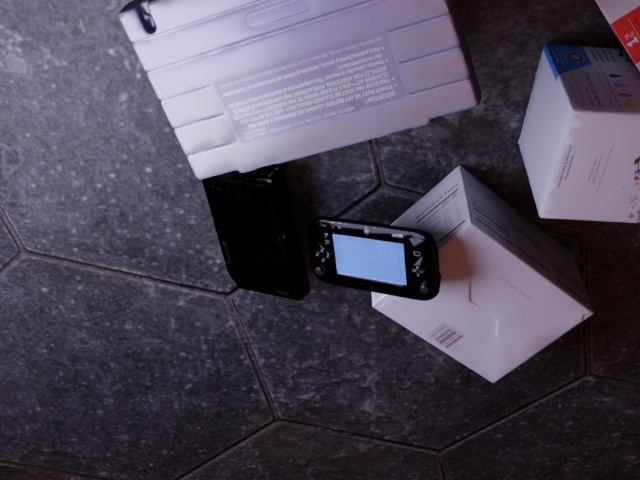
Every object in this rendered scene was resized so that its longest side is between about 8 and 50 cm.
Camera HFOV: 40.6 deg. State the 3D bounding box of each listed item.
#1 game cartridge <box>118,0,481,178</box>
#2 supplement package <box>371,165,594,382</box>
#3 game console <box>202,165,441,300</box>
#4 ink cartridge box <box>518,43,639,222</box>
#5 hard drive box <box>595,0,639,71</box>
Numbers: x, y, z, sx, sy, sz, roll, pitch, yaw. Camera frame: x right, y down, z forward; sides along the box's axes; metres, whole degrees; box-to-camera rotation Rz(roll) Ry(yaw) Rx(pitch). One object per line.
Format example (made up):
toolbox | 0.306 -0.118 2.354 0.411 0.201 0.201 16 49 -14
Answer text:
game cartridge | -0.020 -0.207 0.966 0.355 0.068 0.230 -12 123 19
supplement package | 0.234 0.057 1.303 0.261 0.145 0.204 34 122 -24
game console | 0.000 0.000 1.223 0.361 0.044 0.213 8 127 30
ink cartridge box | 0.401 -0.137 1.123 0.232 0.171 0.168 3 130 -3
hard drive box | 0.431 -0.337 1.009 0.232 0.089 0.181 -32 122 25
